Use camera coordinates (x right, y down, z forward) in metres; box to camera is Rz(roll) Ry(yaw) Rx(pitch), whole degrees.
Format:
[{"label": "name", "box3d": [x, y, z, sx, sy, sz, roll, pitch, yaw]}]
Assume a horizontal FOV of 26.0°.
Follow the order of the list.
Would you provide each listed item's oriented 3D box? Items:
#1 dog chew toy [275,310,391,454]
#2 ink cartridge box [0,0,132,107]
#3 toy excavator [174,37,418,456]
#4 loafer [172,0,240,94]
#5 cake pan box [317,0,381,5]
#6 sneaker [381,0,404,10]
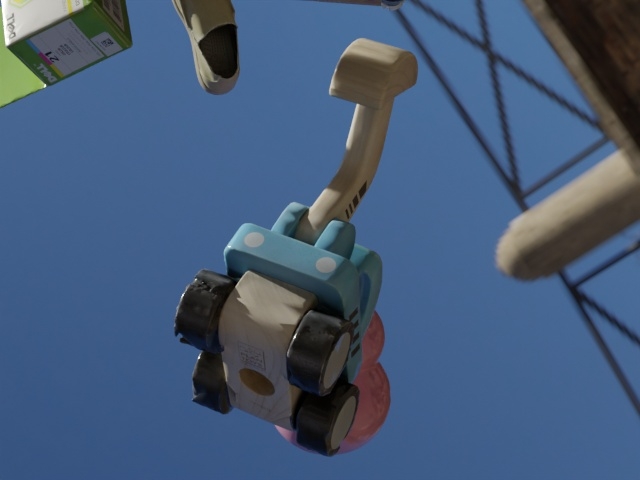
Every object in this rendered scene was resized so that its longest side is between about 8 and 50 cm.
[{"label": "dog chew toy", "box3d": [0.017, 0.175, 2.256, 0.206, 0.206, 0.332, -20, -63, -57]}, {"label": "ink cartridge box", "box3d": [-0.381, -0.285, 1.766, 0.097, 0.255, 0.189, 49, -159, -52]}, {"label": "toy excavator", "box3d": [0.000, 0.000, 1.910, 0.222, 0.433, 0.445, 18, -128, 19]}, {"label": "loafer", "box3d": [-0.195, -0.396, 2.484, 0.102, 0.092, 0.269, -21, -79, -22]}, {"label": "cake pan box", "box3d": [-0.088, -0.331, 1.697, 0.267, 0.245, 0.070, -10, -70, -53]}, {"label": "sneaker", "box3d": [0.072, -0.410, 2.025, 0.170, 0.063, 0.075, 47, 169, -14]}]
